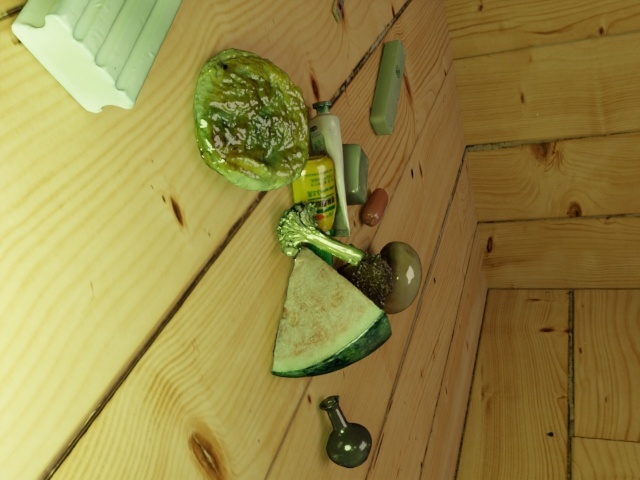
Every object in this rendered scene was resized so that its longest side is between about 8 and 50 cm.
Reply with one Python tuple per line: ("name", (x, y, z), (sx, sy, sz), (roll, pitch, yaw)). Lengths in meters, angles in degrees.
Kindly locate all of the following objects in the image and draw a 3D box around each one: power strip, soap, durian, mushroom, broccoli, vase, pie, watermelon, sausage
("power strip", (0.230, -0.524, 2.057), (0.091, 0.062, 0.385), (53, 42, -51))
("soap", (-0.288, -0.328, 0.846), (0.160, 0.088, 0.265), (56, 40, -51))
("durian", (0.124, 0.109, 1.630), (0.196, 0.167, 0.196), (-165, -90, -83))
("mushroom", (0.212, 0.108, 1.856), (0.226, 0.178, 0.226), (-161, -90, -88))
("broccoli", (0.001, -0.002, 1.348), (0.118, 0.204, 0.122), (-66, 165, 21))
("vase", (0.056, 0.476, 1.542), (0.120, 0.120, 0.183), (-41, 111, -60))
("pie", (-0.122, -0.226, 1.157), (0.277, 0.078, 0.277), (4, 85, -45))
("watermelon", (0.051, 0.163, 1.383), (0.283, 0.250, 0.292), (1, 91, -71))
("sausage", (0.168, -0.102, 1.883), (0.154, 0.062, 0.062), (-62, 142, -48))

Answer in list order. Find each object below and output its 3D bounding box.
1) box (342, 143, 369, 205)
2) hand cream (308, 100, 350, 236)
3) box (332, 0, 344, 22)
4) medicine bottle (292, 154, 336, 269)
("box", (0.072, -0.173, 1.627), (0.124, 0.093, 0.172), (37, 55, -67))
("hand cream", (0.021, -0.173, 1.519), (0.076, 0.121, 0.336), (-6, 91, -32))
("box", (0.051, -0.659, 1.725), (0.046, 0.012, 0.083), (52, 41, -55))
("medicine bottle", (-0.007, -0.047, 1.466), (0.111, 0.076, 0.309), (-15, 111, -28))
